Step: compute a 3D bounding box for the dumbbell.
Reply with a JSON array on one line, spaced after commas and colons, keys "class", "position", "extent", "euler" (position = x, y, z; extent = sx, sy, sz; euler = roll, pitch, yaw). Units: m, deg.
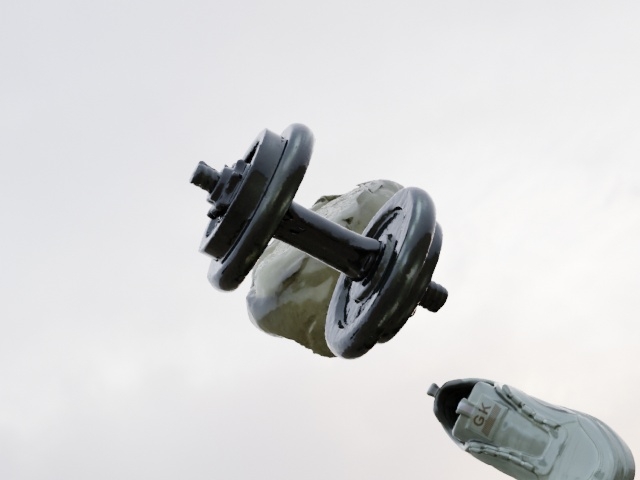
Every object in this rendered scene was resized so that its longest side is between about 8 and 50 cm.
[{"class": "dumbbell", "position": [0.000, 0.000, 1.171], "extent": [0.290, 0.192, 0.192], "euler": [28, -42, -12]}]

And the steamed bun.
[{"class": "steamed bun", "position": [0.038, 0.055, 1.865], "extent": [0.325, 0.230, 0.372], "euler": [-34, 10, -2]}]

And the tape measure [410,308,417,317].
[{"class": "tape measure", "position": [0.086, 0.074, 2.247], "extent": [0.236, 0.197, 0.120], "euler": [8, -39, -16]}]

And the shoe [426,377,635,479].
[{"class": "shoe", "position": [0.246, 0.244, 1.485], "extent": [0.159, 0.124, 0.316], "euler": [31, -8, -29]}]
